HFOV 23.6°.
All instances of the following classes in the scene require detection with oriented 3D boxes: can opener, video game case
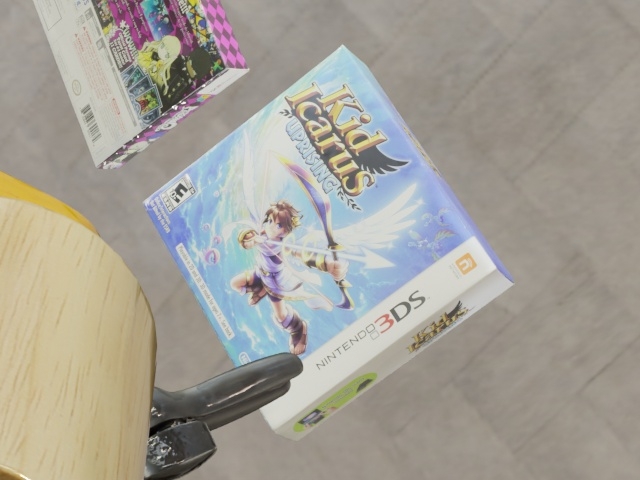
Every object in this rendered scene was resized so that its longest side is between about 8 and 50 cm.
[{"bbox_3d":[-0.085,0.124,1.106,0.059,0.186,0.073,-42,76,41],"label":"can opener"},{"bbox_3d":[-0.196,-0.224,1.593,0.210,0.042,0.232,-33,72,33],"label":"video game case"},{"bbox_3d":[0.000,0.000,1.377,0.244,0.061,0.269,-37,65,9],"label":"video game case"}]

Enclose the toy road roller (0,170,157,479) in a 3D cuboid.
[{"bbox_3d":[-0.164,-0.028,0.402,0.329,0.202,0.240,29,117,-19],"label":"toy road roller"}]
